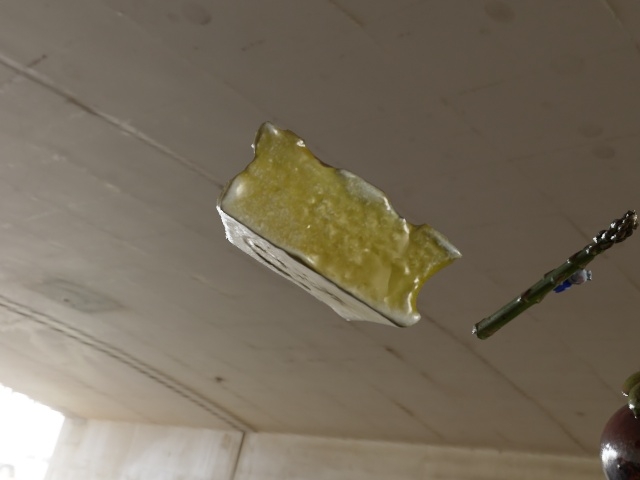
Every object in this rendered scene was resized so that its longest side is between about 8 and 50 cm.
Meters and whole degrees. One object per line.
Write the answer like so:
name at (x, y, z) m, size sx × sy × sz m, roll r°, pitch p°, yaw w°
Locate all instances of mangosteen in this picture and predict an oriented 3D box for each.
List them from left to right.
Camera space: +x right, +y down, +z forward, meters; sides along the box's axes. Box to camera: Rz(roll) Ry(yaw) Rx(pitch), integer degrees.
mangosteen at (0.422, 0.237, 0.919) m, size 0.200 × 0.200 × 0.200 m, roll 11°, pitch -22°, yaw 5°

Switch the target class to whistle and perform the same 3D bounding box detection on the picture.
whistle at (0.328, 0.053, 1.054) m, size 0.033 × 0.029 × 0.083 m, roll 37°, pitch -40°, yaw -23°

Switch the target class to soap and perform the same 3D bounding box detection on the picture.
soap at (0.000, 0.000, 0.758) m, size 0.199 × 0.091 × 0.315 m, roll 35°, pitch -8°, yaw -3°

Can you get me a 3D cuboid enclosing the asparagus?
asparagus at (0.235, 0.041, 0.791) m, size 0.024 × 0.025 × 0.248 m, roll 29°, pitch -42°, yaw -11°
